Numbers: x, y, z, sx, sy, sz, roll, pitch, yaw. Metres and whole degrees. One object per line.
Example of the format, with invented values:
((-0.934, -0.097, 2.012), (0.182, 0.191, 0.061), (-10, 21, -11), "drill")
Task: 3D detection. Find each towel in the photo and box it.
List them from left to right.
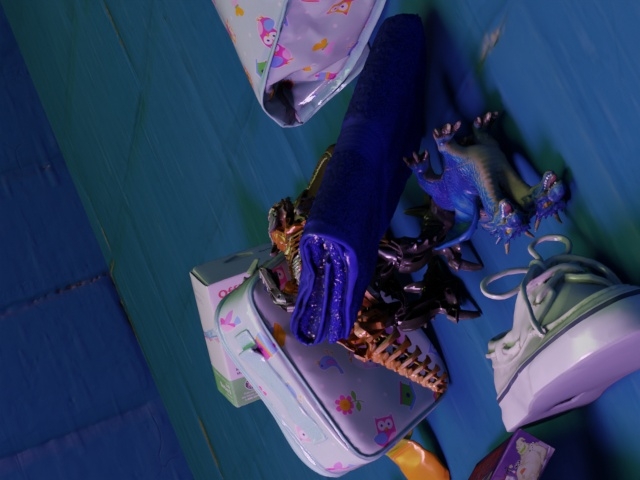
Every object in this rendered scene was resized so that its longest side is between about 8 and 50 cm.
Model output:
((0.050, -0.061, 1.654), (0.228, 0.076, 0.308), (99, -171, -59), "towel")

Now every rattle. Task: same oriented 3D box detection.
((0.107, 0.229, 2.126), (0.200, 0.142, 0.130), (-113, 43, -69), "rattle")

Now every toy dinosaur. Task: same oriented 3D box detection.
((0.057, 0.058, 1.786), (0.164, 0.218, 0.322), (107, 141, -60), "toy dinosaur")

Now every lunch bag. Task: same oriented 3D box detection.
((-0.044, -0.288, 1.836), (0.223, 0.160, 0.262), (61, 154, 26), "lunch bag")
((0.007, 0.133, 1.913), (0.279, 0.224, 0.108), (54, 141, -2), "lunch bag")

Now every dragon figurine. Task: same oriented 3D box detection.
((0.154, -0.038, 1.607), (0.289, 0.085, 0.144), (137, 116, -67), "dragon figurine")

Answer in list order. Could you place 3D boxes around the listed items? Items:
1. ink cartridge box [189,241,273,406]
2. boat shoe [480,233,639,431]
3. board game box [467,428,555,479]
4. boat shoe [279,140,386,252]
((-0.098, 0.126, 2.421), (0.093, 0.154, 0.212), (-147, 42, -63), "ink cartridge box")
((0.223, 0.069, 1.479), (0.367, 0.135, 0.157), (99, 152, -74), "boat shoe")
((0.159, 0.322, 1.703), (0.056, 0.208, 0.347), (33, 167, 7), "board game box")
((0.000, 0.000, 2.051), (0.342, 0.123, 0.123), (101, 145, -58), "boat shoe")
